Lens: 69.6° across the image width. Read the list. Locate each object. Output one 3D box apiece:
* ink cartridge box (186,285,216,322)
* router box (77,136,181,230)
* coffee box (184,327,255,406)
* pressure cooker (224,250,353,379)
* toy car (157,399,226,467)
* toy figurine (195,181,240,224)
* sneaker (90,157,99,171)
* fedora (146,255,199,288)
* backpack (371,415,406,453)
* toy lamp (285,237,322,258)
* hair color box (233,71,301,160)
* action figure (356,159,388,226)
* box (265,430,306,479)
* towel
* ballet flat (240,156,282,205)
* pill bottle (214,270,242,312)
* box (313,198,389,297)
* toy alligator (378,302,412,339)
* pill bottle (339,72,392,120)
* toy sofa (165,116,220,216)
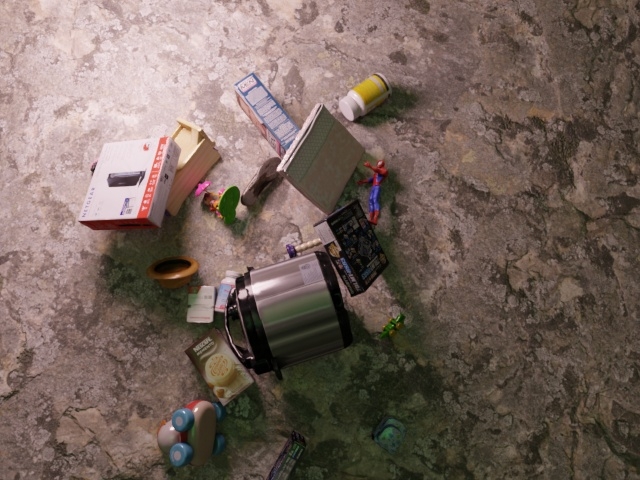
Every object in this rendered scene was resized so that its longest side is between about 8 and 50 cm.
[{"bbox_3d":[-0.453,0.245,1.759,0.099,0.056,0.136,2,78,-4],"label":"ink cartridge box"},{"bbox_3d":[-0.689,-0.205,1.676,0.300,0.082,0.336,-2,66,18],"label":"router box"},{"bbox_3d":[-0.370,0.463,1.700,0.141,0.098,0.247,-38,84,-11],"label":"coffee box"},{"bbox_3d":[-0.130,0.252,1.616,0.419,0.370,0.376,-17,98,-6],"label":"pressure cooker"},{"bbox_3d":[-0.493,0.672,1.626,0.237,0.219,0.211,-5,77,23],"label":"toy car"},{"bbox_3d":[-0.419,-0.163,1.824,0.159,0.173,0.130,23,43,20],"label":"toy figurine"},{"bbox_3d":[-0.866,-0.309,1.849,0.119,0.047,0.057,-43,96,-10],"label":"sneaker"},{"bbox_3d":[-0.556,0.128,1.746,0.194,0.194,0.079,-3,116,-5],"label":"fedora"},{"bbox_3d":[0.261,0.718,1.707,0.105,0.084,0.114,37,75,1],"label":"backpack"},{"bbox_3d":[0.000,0.000,1.835,0.274,0.080,0.080,-20,81,-9],"label":"toy lamp"},{"bbox_3d":[-0.203,-0.488,1.868,0.105,0.174,0.347,-37,83,-9],"label":"hair color box"},{"bbox_3d":[0.195,-0.211,1.879,0.138,0.091,0.281,20,77,-18],"label":"action figure"},{"bbox_3d":[-0.129,0.794,1.614,0.051,0.175,0.220,31,77,2],"label":"box"},{"bbox_3d":[0.016,-0.318,1.822,0.317,0.053,0.332,39,75,-40],"label":"towel"},{"bbox_3d":[-0.244,-0.241,1.878,0.084,0.058,0.250,40,74,-23],"label":"ballet flat"},{"bbox_3d":[-0.346,0.200,1.761,0.087,0.087,0.160,11,78,-2],"label":"pill bottle"},{"bbox_3d":[0.126,0.019,1.720,0.073,0.295,0.294,-23,97,32],"label":"box"},{"bbox_3d":[0.303,0.327,1.809,0.189,0.056,0.051,-45,127,-12],"label":"toy alligator"},{"bbox_3d":[0.189,-0.606,1.950,0.208,0.119,0.119,-37,84,-11],"label":"pill bottle"},{"bbox_3d":[-0.579,-0.286,1.828,0.150,0.177,0.363,28,77,26],"label":"toy sofa"}]
